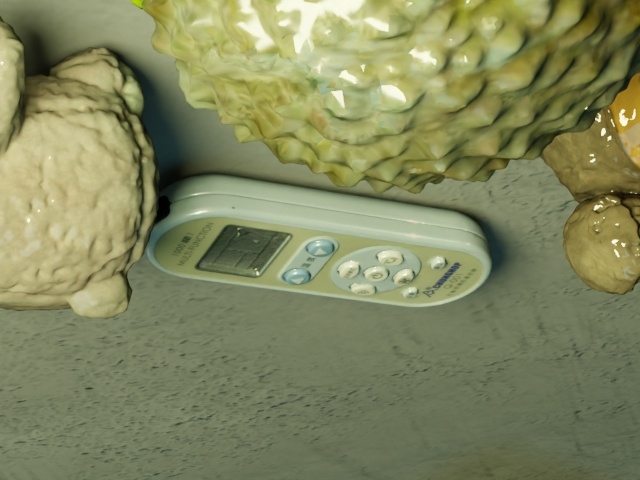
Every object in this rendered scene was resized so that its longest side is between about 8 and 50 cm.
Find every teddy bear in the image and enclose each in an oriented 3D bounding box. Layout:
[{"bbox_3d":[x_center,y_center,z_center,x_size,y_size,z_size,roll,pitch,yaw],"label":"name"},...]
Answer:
[{"bbox_3d":[0.199,-0.087,1.079,0.190,0.177,0.140,-31,-174,34],"label":"teddy bear"},{"bbox_3d":[-0.223,-0.033,1.047,0.267,0.151,0.236,8,143,-25],"label":"teddy bear"}]

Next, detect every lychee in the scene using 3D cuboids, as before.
[{"bbox_3d":[0.048,-0.144,0.844,0.255,0.274,0.255,11,128,14],"label":"lychee"}]

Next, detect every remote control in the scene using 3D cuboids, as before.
[{"bbox_3d":[0.000,0.000,1.251,0.244,0.047,0.087,9,148,-25],"label":"remote control"}]

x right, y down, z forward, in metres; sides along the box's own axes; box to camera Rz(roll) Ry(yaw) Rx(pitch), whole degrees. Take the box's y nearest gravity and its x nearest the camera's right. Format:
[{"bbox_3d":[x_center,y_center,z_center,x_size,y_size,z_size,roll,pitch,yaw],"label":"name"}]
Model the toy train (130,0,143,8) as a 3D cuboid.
[{"bbox_3d":[-0.097,-0.155,0.970,0.250,0.053,0.085,10,141,-29],"label":"toy train"}]
